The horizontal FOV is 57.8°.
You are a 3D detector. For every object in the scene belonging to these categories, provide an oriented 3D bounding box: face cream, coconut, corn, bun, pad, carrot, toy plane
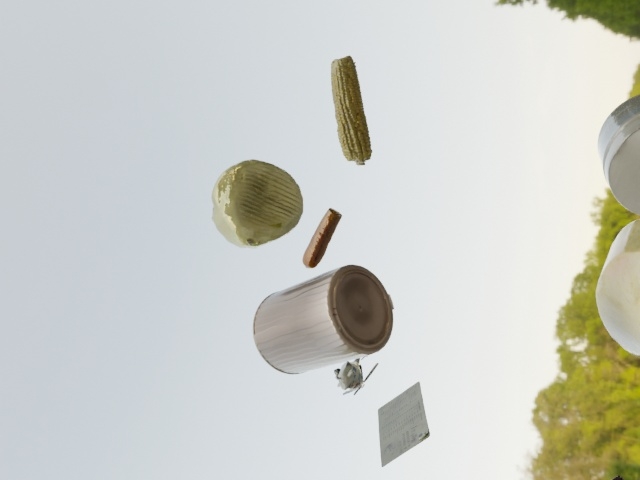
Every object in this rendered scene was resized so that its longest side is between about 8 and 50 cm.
[{"bbox_3d":[0.563,-0.146,0.962,0.153,0.177,0.177,-59,-39,-55],"label":"face cream"},{"bbox_3d":[0.770,0.114,1.257,0.352,0.352,0.353,-10,-79,-59],"label":"coconut"},{"bbox_3d":[0.078,-0.340,1.535,0.086,0.086,0.288,-21,-77,-57],"label":"corn"},{"bbox_3d":[-0.187,-0.098,1.610,0.259,0.160,0.259,5,-101,-27],"label":"bun"},{"bbox_3d":[0.222,0.498,1.599,0.009,0.159,0.265,48,-166,-11],"label":"pad"},{"bbox_3d":[0.000,0.000,1.948,0.067,0.067,0.225,-5,-55,-59],"label":"carrot"},{"bbox_3d":[0.122,0.432,2.006,0.107,0.182,0.273,38,-139,-3],"label":"toy plane"}]

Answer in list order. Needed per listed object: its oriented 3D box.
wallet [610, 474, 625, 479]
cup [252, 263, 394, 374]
[{"bbox_3d":[0.759,0.661,1.406,0.111,0.166,0.030,-19,-50,-25],"label":"wallet"},{"bbox_3d":[0.030,0.196,1.348,0.288,0.273,0.208,25,-124,-33],"label":"cup"}]
